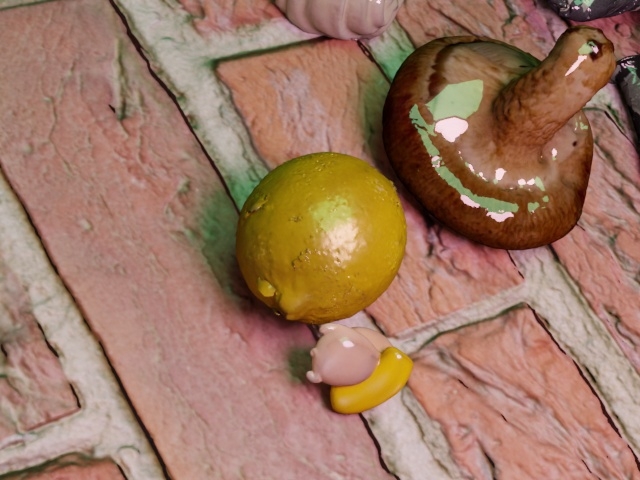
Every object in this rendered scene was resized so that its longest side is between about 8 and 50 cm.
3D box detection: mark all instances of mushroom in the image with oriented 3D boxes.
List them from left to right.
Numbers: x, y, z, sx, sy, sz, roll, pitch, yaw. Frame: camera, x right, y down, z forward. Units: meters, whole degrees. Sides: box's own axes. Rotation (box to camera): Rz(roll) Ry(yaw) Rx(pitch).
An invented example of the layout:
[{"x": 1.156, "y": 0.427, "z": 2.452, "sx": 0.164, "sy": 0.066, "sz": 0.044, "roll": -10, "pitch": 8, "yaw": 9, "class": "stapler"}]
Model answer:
[{"x": 0.195, "y": -0.138, "z": 1.587, "sx": 0.267, "sy": 0.254, "sz": 0.267, "roll": -3, "pitch": 41, "yaw": 2, "class": "mushroom"}]

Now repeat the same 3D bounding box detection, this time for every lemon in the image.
[{"x": 0.000, "y": 0.000, "z": 1.425, "sx": 0.173, "sy": 0.173, "sz": 0.206, "roll": 33, "pitch": 51, "yaw": 1, "class": "lemon"}]

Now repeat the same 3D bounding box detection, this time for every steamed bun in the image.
[{"x": 0.029, "y": -0.334, "z": 1.696, "sx": 0.183, "sy": 0.106, "sz": 0.183, "roll": 9, "pitch": 57, "yaw": -14, "class": "steamed bun"}]

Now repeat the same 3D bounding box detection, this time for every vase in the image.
[{"x": 0.418, "y": -0.156, "z": 1.766, "sx": 0.059, "sy": 0.059, "sz": 0.167, "roll": -2, "pitch": 60, "yaw": -23, "class": "vase"}]

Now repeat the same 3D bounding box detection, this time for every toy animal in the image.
[{"x": 0.030, "y": 0.126, "z": 1.422, "sx": 0.114, "sy": 0.091, "sz": 0.082, "roll": 21, "pitch": 24, "yaw": -23, "class": "toy animal"}]

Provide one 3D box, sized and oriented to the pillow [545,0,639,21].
[{"x": 0.424, "y": -0.368, "z": 1.880, "sx": 0.335, "sy": 0.092, "sz": 0.161, "roll": -11, "pitch": 56, "yaw": -28, "class": "pillow"}]
